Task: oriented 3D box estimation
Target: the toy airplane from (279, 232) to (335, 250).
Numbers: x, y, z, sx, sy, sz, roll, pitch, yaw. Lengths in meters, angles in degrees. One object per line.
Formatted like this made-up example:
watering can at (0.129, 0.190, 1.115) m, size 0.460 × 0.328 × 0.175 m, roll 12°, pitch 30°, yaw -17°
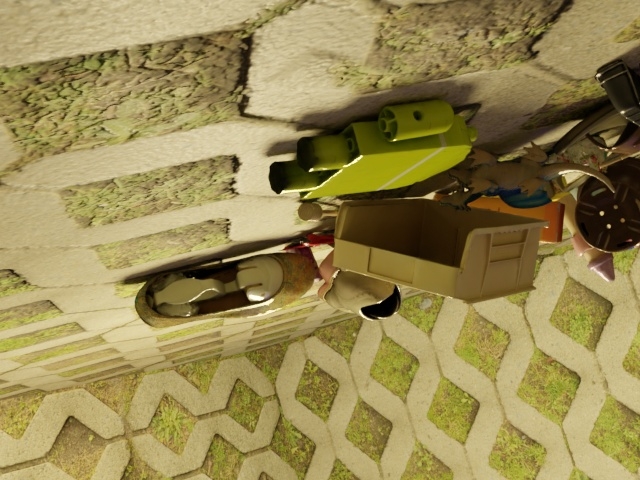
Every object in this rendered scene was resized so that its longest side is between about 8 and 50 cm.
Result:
toy airplane at (0.000, 0.000, 1.746) m, size 0.151 × 0.028 × 0.151 m, roll -6°, pitch 175°, yaw 0°

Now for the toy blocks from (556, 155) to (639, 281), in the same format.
toy blocks at (0.681, -0.042, 1.798) m, size 0.309 × 0.260 × 0.289 m, roll -38°, pitch 161°, yaw 33°

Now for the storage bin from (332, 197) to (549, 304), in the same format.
storage bin at (0.197, 0.009, 1.531) m, size 0.262 × 0.123 × 0.260 m, roll 14°, pitch -167°, yaw 40°

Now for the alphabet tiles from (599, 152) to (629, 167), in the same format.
alphabet tiles at (0.589, -0.196, 1.484) m, size 0.237 × 0.009 × 0.198 m, roll -26°, pitch -174°, yaw 43°

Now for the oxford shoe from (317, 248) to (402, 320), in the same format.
oxford shoe at (0.085, 0.109, 1.809) m, size 0.140 × 0.146 × 0.397 m, roll -39°, pitch 166°, yaw -2°

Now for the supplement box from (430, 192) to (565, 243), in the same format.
supplement box at (0.326, -0.041, 1.682) m, size 0.233 × 0.078 × 0.080 m, roll 6°, pitch -177°, yaw 20°

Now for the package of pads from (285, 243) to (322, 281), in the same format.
package of pads at (-0.032, 0.048, 1.811) m, size 0.050 × 0.083 × 0.032 m, roll -12°, pitch 166°, yaw -47°

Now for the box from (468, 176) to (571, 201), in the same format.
box at (0.383, -0.083, 1.837) m, size 0.232 × 0.058 × 0.087 m, roll -12°, pitch 169°, yaw -25°

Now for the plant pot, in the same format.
plant pot at (0.526, -0.058, 1.618) m, size 0.167 × 0.167 × 0.165 m, roll -21°, pitch -178°, yaw 27°

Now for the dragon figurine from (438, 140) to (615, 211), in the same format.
dragon figurine at (0.318, -0.098, 1.442) m, size 0.289 × 0.085 × 0.144 m, roll -4°, pitch 172°, yaw 22°

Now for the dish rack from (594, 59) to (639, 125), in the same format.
dish rack at (0.517, -0.229, 1.192) m, size 0.271 × 0.074 × 0.208 m, roll -23°, pitch 170°, yaw 27°

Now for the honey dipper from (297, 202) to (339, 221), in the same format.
honey dipper at (0.008, -0.044, 1.509) m, size 0.030 × 0.030 × 0.161 m, roll -20°, pitch 171°, yaw 22°

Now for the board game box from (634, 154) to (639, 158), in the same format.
board game box at (0.713, -0.178, 1.962) m, size 0.090 × 0.020 × 0.090 m, roll -10°, pitch 167°, yaw -35°

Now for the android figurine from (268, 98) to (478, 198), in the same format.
android figurine at (0.077, -0.110, 1.164) m, size 0.273 × 0.056 × 0.248 m, roll -11°, pitch 169°, yaw -28°

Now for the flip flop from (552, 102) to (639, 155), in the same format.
flip flop at (0.494, -0.177, 1.405) m, size 0.277 × 0.080 × 0.112 m, roll -16°, pitch 172°, yaw -10°

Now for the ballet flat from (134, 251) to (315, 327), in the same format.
ballet flat at (-0.176, 0.088, 1.707) m, size 0.349 × 0.123 × 0.123 m, roll -11°, pitch 170°, yaw -6°

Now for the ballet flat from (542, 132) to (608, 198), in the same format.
ballet flat at (0.415, -0.117, 1.640) m, size 0.091 × 0.077 × 0.241 m, roll -11°, pitch 170°, yaw -35°

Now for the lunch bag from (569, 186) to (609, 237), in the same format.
lunch bag at (0.661, -0.059, 2.091) m, size 0.219 × 0.176 × 0.090 m, roll -9°, pitch 168°, yaw -34°
